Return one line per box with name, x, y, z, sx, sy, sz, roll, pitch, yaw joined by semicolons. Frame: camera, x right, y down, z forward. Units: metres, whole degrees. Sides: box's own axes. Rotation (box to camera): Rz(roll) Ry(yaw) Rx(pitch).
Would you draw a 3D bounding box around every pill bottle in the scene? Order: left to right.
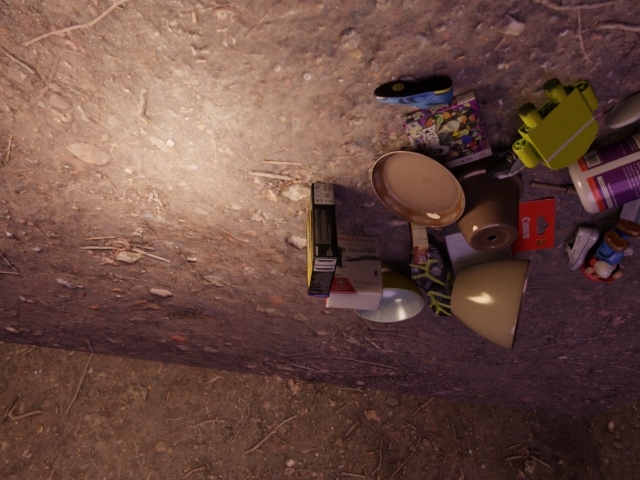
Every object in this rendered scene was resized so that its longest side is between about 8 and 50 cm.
pill bottle;0.910;-0.212;1.358;0.323;0.181;0.181;-22;137;29

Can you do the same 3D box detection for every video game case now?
video game case;0.372;-0.305;1.373;0.210;0.042;0.232;-16;140;22

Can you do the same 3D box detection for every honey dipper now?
honey dipper;0.766;-0.174;1.542;0.160;0.030;0.030;8;143;-5

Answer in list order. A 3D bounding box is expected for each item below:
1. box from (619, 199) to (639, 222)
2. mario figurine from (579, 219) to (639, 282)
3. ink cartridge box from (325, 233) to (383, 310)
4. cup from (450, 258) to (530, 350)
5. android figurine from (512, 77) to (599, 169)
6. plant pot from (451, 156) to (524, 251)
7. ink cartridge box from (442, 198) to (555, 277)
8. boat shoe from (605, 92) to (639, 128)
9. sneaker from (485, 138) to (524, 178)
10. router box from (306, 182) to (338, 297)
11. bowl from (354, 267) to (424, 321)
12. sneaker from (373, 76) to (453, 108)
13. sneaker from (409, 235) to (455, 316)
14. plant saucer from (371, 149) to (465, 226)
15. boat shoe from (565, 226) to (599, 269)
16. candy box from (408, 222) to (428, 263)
box;1.102;-0.105;1.538;0.186;0.038;0.145;19;153;31
mario figurine;1.081;0.068;1.720;0.198;0.170;0.320;-9;149;7
ink cartridge box;0.123;0.112;1.752;0.197;0.273;0.114;3;140;-2
cup;0.617;0.212;1.729;0.237;0.331;0.331;11;149;26
android figurine;0.648;-0.304;1.277;0.273;0.056;0.248;33;106;-33
plant pot;0.526;-0.093;1.496;0.263;0.229;0.263;1;144;1
ink cartridge box;0.666;0.005;1.736;0.385;0.091;0.308;-10;142;18
boat shoe;0.881;-0.361;1.247;0.070;0.078;0.219;31;133;-32
sneaker;0.580;-0.277;1.360;0.228;0.086;0.132;-25;131;0
router box;0.000;0.000;1.574;0.081;0.309;0.243;2;143;-6
bowl;0.280;0.209;1.968;0.289;0.156;0.289;1;144;1
sneaker;0.248;-0.380;1.257;0.209;0.069;0.082;-3;147;7
sneaker;0.451;0.130;1.884;0.145;0.147;0.385;-12;123;22
plant saucer;0.307;-0.167;1.466;0.310;0.050;0.310;27;150;17
boat shoe;0.966;0.023;1.771;0.075;0.083;0.226;19;140;16
candy box;0.338;-0.024;1.628;0.053;0.187;0.109;-3;143;8
